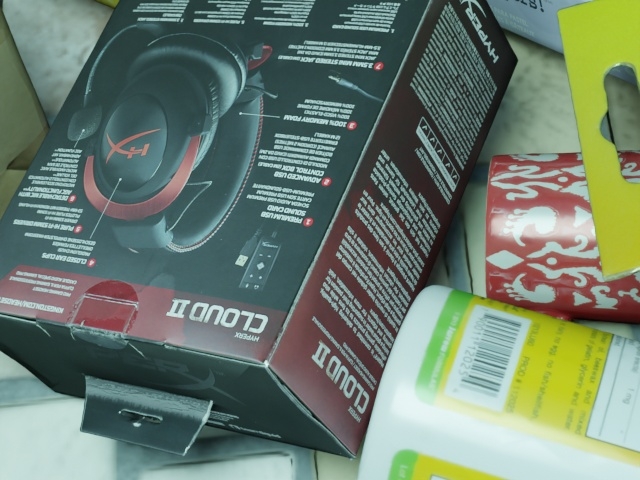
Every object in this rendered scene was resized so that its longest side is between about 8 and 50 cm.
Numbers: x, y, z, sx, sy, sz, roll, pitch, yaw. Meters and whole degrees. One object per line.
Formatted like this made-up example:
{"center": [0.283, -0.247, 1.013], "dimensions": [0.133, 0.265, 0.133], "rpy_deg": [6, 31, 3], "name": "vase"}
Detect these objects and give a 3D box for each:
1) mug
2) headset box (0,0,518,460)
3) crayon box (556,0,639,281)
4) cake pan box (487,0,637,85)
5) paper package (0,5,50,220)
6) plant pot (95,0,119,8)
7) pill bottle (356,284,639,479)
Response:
{"center": [0.178, 0.012, 0.891], "dimensions": [0.169, 0.113, 0.150], "rpy_deg": [2, 55, 10], "name": "mug"}
{"center": [-0.048, -0.021, 0.880], "dimensions": [0.218, 0.110, 0.293], "rpy_deg": [7, 62, 34], "name": "headset box"}
{"center": [0.290, -0.067, 0.791], "dimensions": [0.318, 0.081, 0.202], "rpy_deg": [-12, 47, 13], "name": "crayon box"}
{"center": [0.213, -0.218, 1.030], "dimensions": [0.246, 0.070, 0.267], "rpy_deg": [-41, 48, -23], "name": "cake pan box"}
{"center": [-0.378, -0.080, 0.964], "dimensions": [0.325, 0.168, 0.309], "rpy_deg": [34, 67, 23], "name": "paper package"}
{"center": [-0.177, -0.279, 1.046], "dimensions": [0.239, 0.254, 0.254], "rpy_deg": [35, 65, 8], "name": "plant pot"}
{"center": [0.151, 0.119, 0.802], "dimensions": [0.246, 0.136, 0.136], "rpy_deg": [16, 59, 11], "name": "pill bottle"}
